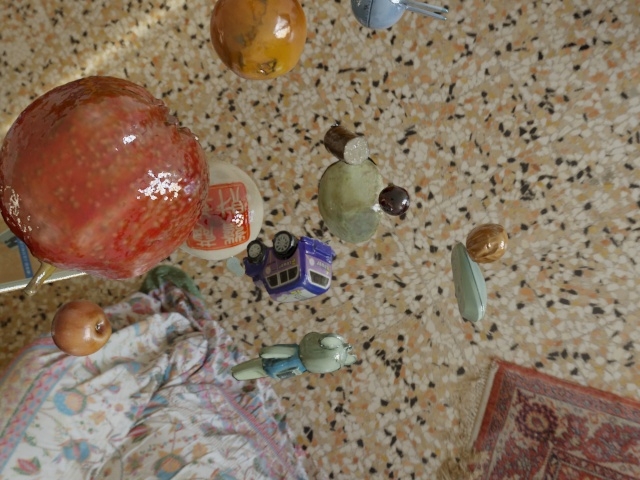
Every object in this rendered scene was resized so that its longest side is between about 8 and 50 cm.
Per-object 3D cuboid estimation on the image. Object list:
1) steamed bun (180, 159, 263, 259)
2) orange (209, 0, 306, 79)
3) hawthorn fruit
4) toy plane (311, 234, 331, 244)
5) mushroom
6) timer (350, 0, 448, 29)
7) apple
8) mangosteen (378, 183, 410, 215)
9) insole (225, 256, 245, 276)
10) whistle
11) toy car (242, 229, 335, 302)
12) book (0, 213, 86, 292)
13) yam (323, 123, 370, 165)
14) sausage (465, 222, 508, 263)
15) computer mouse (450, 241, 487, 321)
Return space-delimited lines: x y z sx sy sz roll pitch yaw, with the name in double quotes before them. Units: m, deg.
"steamed bun" -0.388 -0.100 1.692 0.375 0.241 0.374 -3 107 -9
"orange" -0.195 -0.667 1.488 0.312 0.312 0.312 -1 86 14
"hawthorn fruit" -0.244 -0.046 0.513 0.205 0.205 0.253 44 89 13
"toy plane" 0.001 0.002 1.914 0.085 0.024 0.077 6 48 22
"mushroom" 0.094 -0.106 1.409 0.190 0.164 0.267 8 127 -21
"timer" 0.206 -0.659 1.260 0.256 0.175 0.175 -3 85 16
"apple" -0.843 0.311 1.673 0.162 0.201 0.201 -1 86 7
"mangosteen" 0.185 -0.101 1.161 0.081 0.081 0.080 -1 86 14
"insole" -0.355 0.111 1.974 0.064 0.188 0.004 -31 64 -6
"whistle" -0.053 0.215 0.856 0.236 0.114 0.077 -17 48 16
"toy car" -0.087 0.082 1.247 0.235 0.172 0.157 -16 64 29
"book" -0.486 -0.006 0.708 0.018 0.242 0.170 -14 90 44
"yam" 0.063 -0.238 1.183 0.084 0.084 0.127 -48 35 6
"sausage" 0.557 0.006 1.570 0.136 0.241 0.120 -25 90 18
"computer mouse" 0.537 0.147 1.684 0.097 0.159 0.288 -5 69 6
